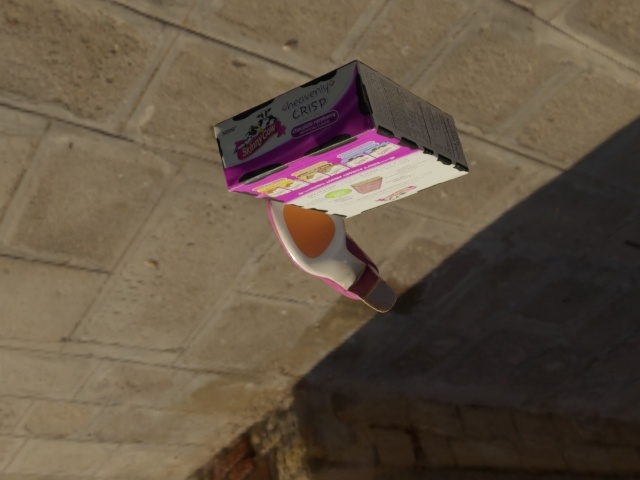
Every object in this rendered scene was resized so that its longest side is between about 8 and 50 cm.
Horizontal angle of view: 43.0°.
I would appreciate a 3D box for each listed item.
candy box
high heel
[{"bbox_3d":[0.030,-0.090,0.807,0.159,0.071,0.233,-20,165,26],"label":"candy box"},{"bbox_3d":[0.000,0.000,1.031,0.244,0.117,0.082,37,90,-36],"label":"high heel"}]
